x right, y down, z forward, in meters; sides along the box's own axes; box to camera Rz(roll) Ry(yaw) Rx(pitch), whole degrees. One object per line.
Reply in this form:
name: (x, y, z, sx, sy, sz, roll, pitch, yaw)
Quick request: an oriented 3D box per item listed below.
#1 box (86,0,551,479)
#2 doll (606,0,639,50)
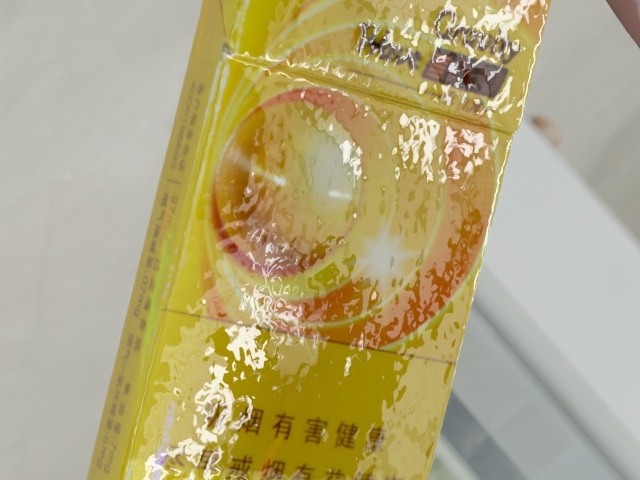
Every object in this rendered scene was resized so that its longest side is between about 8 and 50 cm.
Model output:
box: (0.000, 0.000, 0.733, 0.152, 0.043, 0.269, 14, 92, -33)
doll: (0.186, -0.051, 0.413, 0.216, 0.284, 0.268, -21, 158, 11)
